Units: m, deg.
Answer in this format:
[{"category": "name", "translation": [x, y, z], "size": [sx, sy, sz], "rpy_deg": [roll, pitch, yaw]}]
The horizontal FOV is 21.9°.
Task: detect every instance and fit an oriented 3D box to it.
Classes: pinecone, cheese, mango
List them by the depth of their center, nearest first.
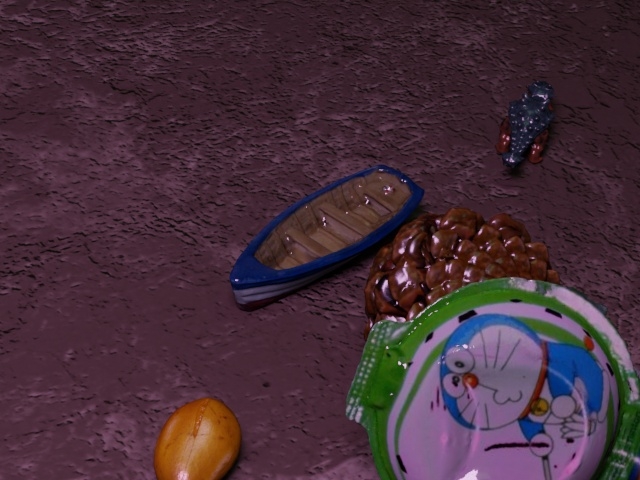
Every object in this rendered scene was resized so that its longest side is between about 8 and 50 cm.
[{"category": "cheese", "translation": [0.174, 0.138, 1.189], "size": [0.320, 0.204, 0.083], "rpy_deg": [19, 5, -12]}, {"category": "mango", "translation": [-0.090, 0.153, 1.197], "size": [0.060, 0.046, 0.089], "rpy_deg": [14, 44, 4]}, {"category": "pinecone", "translation": [0.104, 0.049, 1.289], "size": [0.174, 0.173, 0.173], "rpy_deg": [6, 39, -5]}]

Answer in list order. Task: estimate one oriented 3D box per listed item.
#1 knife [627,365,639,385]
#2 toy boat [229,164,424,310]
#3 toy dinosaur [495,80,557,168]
[{"category": "knife", "translation": [0.331, 0.147, 1.296], "size": [0.278, 0.053, 0.123], "rpy_deg": [15, 35, 4]}, {"category": "toy boat", "translation": [0.000, 0.000, 1.403], "size": [0.080, 0.046, 0.229], "rpy_deg": [33, 45, 24]}, {"category": "toy dinosaur", "translation": [0.197, -0.108, 1.574], "size": [0.049, 0.055, 0.154], "rpy_deg": [21, 38, 6]}]
